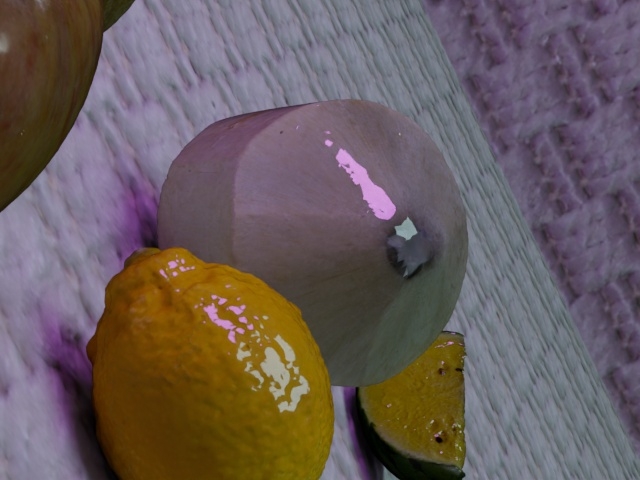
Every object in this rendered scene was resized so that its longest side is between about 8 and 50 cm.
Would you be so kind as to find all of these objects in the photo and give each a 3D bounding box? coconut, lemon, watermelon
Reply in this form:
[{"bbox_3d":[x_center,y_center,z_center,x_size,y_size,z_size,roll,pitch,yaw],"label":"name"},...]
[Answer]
[{"bbox_3d":[0.000,0.000,1.387,0.222,0.202,0.202,3,-50,54],"label":"coconut"},{"bbox_3d":[-0.066,0.089,1.180,0.187,0.142,0.142,66,14,-2],"label":"lemon"},{"bbox_3d":[0.071,0.139,1.709,0.075,0.092,0.181,43,31,-24],"label":"watermelon"}]

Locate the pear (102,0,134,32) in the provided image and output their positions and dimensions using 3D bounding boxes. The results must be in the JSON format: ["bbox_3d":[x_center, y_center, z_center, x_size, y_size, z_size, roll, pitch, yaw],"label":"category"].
[{"bbox_3d":[-0.188,-0.186,1.202,0.167,0.136,0.167,34,46,-44],"label":"pear"}]

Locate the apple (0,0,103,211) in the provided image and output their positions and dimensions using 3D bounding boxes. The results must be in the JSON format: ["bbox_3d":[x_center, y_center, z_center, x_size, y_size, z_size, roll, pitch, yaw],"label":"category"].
[{"bbox_3d":[-0.212,-0.114,0.880,0.261,0.194,0.261,55,19,-30],"label":"apple"}]
